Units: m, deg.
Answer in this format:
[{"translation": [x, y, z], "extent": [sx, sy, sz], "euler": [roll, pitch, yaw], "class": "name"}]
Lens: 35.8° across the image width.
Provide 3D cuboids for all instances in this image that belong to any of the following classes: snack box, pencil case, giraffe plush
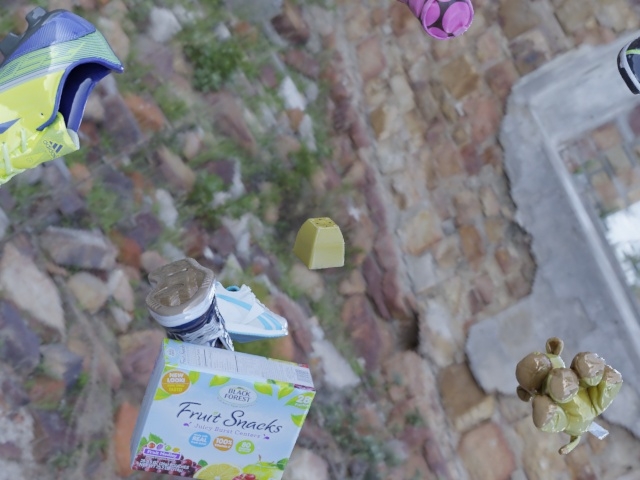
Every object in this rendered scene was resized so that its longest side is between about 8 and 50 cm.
[{"translation": [-0.133, 0.234, 1.322], "extent": [0.207, 0.175, 0.070], "euler": [13, 24, -19], "class": "snack box"}, {"translation": [0.172, -0.385, 1.567], "extent": [0.098, 0.095, 0.209], "euler": [57, 7, -34], "class": "pencil case"}, {"translation": [0.429, 0.261, 1.798], "extent": [0.170, 0.181, 0.210], "euler": [48, -8, 48], "class": "giraffe plush"}]

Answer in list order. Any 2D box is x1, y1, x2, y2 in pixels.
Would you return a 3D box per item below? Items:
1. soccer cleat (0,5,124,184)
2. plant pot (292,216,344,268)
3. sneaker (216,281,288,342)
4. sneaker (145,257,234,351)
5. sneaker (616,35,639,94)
[{"translation": [-0.319, -0.106, 1.019], "extent": [0.121, 0.289, 0.093], "euler": [38, -2, 1], "class": "soccer cleat"}, {"translation": [0.000, 0.000, 1.988], "extent": [0.081, 0.083, 0.081], "euler": [-5, 27, -28], "class": "plant pot"}, {"translation": [-0.128, 0.126, 1.704], "extent": [0.228, 0.087, 0.092], "euler": [19, 62, -60], "class": "sneaker"}, {"translation": [-0.179, 0.121, 1.407], "extent": [0.282, 0.099, 0.153], "euler": [-144, -145, -76], "class": "sneaker"}, {"translation": [0.610, -0.348, 1.763], "extent": [0.084, 0.097, 0.235], "euler": [51, 53, -10], "class": "sneaker"}]
